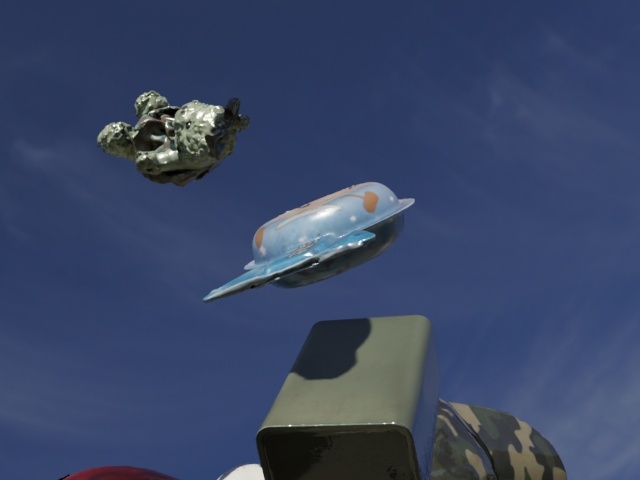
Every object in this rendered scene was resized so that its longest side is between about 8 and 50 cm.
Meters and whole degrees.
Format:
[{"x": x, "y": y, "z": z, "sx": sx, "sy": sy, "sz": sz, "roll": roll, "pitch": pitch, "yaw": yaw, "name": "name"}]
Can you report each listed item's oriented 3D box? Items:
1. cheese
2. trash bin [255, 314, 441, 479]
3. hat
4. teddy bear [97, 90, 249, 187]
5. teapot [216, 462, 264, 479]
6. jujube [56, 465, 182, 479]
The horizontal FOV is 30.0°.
[{"x": 0.000, "y": 0.000, "z": 0.848, "sx": 0.135, "sy": 0.244, "sz": 0.052, "roll": -22, "pitch": -86, "yaw": 13, "name": "cheese"}, {"x": 0.045, "y": 0.186, "z": 1.309, "sx": 0.164, "sy": 0.240, "sz": 0.122, "roll": -4, "pitch": -66, "yaw": 15, "name": "trash bin"}, {"x": 0.268, "y": 0.402, "z": 1.935, "sx": 0.381, "sy": 0.366, "sz": 0.257, "roll": 0, "pitch": -9, "yaw": -16, "name": "hat"}, {"x": -0.159, "y": -0.110, "z": 1.412, "sx": 0.133, "sy": 0.213, "sz": 0.111, "roll": -47, "pitch": -54, "yaw": -31, "name": "teddy bear"}, {"x": -0.077, "y": 0.395, "z": 1.477, "sx": 0.166, "sy": 0.208, "sz": 0.300, "roll": -12, "pitch": -55, "yaw": -17, "name": "teapot"}, {"x": -0.159, "y": 0.304, "z": 1.091, "sx": 0.243, "sy": 0.183, "sz": 0.183, "roll": 22, "pitch": -64, "yaw": -17, "name": "jujube"}]
